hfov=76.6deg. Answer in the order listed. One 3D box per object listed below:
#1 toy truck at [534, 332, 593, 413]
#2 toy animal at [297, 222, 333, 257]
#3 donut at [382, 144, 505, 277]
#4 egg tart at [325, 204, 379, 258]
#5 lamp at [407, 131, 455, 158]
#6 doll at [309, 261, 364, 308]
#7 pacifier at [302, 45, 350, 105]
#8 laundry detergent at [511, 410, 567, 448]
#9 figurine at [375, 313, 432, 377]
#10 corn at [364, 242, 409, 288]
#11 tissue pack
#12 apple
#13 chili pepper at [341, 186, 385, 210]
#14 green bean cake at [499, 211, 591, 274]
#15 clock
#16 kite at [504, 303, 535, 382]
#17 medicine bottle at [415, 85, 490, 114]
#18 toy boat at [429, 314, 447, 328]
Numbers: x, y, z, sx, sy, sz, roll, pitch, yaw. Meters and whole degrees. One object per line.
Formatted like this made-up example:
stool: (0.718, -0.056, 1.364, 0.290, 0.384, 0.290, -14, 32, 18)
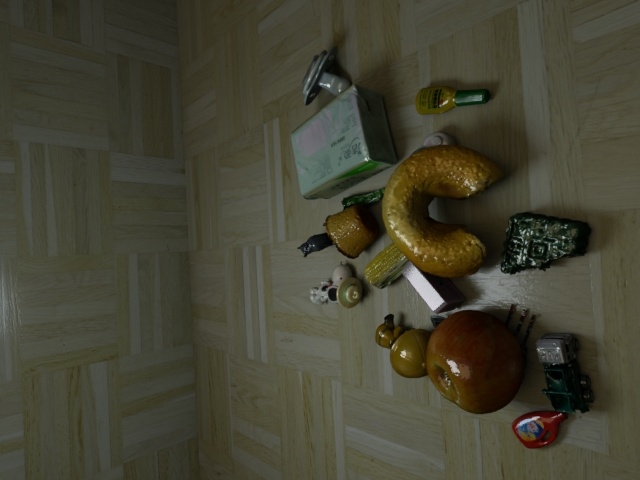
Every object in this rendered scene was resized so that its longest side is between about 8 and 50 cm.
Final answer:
toy truck: (0.676, 0.377, 1.140, 0.110, 0.116, 0.215, -15, 80, 46)
toy animal: (-0.003, 0.003, 1.817, 0.210, 0.117, 0.121, -30, 69, -4)
donut: (0.369, -0.100, 1.292, 0.378, 0.163, 0.434, 7, 90, 20)
egg tart: (0.129, -0.044, 1.654, 0.171, 0.215, 0.215, -37, 64, 29)
lamp: (0.383, -0.268, 1.440, 0.179, 0.108, 0.245, 40, 119, 33)
doll: (0.068, 0.234, 1.785, 0.271, 0.144, 0.208, -47, 38, 33)
pacifier: (0.033, -0.694, 1.777, 0.207, 0.227, 0.278, 31, 121, -2)
laundry detergent: (0.664, 0.556, 1.210, 0.165, 0.049, 0.097, -49, 65, 35)
figurine: (0.311, 0.398, 1.496, 0.257, 0.167, 0.192, 19, 119, 47)
corn: (0.289, 0.075, 1.552, 0.123, 0.122, 0.305, 54, 131, 10)
tissue pack: (0.086, -0.388, 1.678, 0.405, 0.205, 0.331, -22, 76, 44)
apple: (0.461, 0.373, 1.238, 0.302, 0.302, 0.301, 2, 93, 47)
chili pepper: (0.188, -0.176, 1.687, 0.227, 0.059, 0.088, -21, 72, 43)
green bean cake: (0.644, 0.023, 1.174, 0.208, 0.107, 0.193, 16, 102, 44)
clock: (0.393, 0.155, 1.411, 0.063, 0.150, 0.197, -54, 55, 29)
kite: (0.607, 0.325, 1.286, 0.141, 0.015, 0.245, 26, 114, 42)
medicine bottle: (0.448, -0.487, 1.394, 0.261, 0.064, 0.094, 14, 101, 45)
toy boat: (0.446, 0.305, 1.424, 0.140, 0.066, 0.059, 31, 105, 11)
